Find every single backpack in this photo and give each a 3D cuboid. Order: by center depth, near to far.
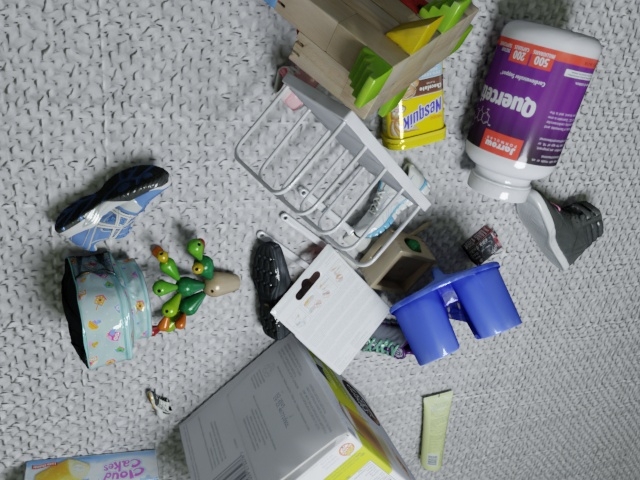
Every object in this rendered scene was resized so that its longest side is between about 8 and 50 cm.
[{"bbox_3d":[-0.369,0.123,0.984,0.144,0.188,0.166,-4,118,-20],"label":"backpack"}]

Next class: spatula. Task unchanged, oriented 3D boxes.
[{"bbox_3d":[0.000,0.000,1.173,0.168,0.019,0.242,-45,122,11],"label":"spatula"}]

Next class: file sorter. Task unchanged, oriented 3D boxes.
[{"bbox_3d":[0.017,-0.108,0.971,0.173,0.193,0.277,-49,135,2],"label":"file sorter"}]

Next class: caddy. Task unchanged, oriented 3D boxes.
[{"bbox_3d":[0.275,0.139,1.197,0.241,0.179,0.341,-24,165,7],"label":"caddy"}]

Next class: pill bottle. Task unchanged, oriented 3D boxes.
[{"bbox_3d":[0.394,-0.244,1.098,0.181,0.181,0.323,3,115,-23],"label":"pill bottle"}]

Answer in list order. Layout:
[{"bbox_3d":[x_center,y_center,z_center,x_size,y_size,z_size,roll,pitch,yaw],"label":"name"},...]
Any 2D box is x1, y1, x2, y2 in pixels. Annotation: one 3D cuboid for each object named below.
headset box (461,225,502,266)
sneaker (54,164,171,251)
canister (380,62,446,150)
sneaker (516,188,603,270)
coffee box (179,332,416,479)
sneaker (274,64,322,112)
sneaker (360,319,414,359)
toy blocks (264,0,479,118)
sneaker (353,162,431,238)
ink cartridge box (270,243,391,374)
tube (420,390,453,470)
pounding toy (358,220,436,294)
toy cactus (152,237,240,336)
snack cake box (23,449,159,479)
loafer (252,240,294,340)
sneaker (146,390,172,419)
[{"bbox_3d":[0.378,0.011,1.320,0.083,0.032,0.062,-41,125,2],"label":"headset box"},{"bbox_3d":[-0.343,-0.057,0.972,0.211,0.080,0.081,-28,131,6],"label":"sneaker"},{"bbox_3d":[0.171,-0.267,1.061,0.126,0.073,0.170,-16,120,-14],"label":"canister"},{"bbox_3d":[0.561,-0.061,1.319,0.147,0.104,0.296,-43,130,2],"label":"sneaker"},{"bbox_3d":[-0.042,0.474,1.218,0.338,0.338,0.334,-41,124,2],"label":"coffee box"},{"bbox_3d":[-0.028,-0.291,0.979,0.070,0.051,0.134,27,109,-37],"label":"sneaker"},{"bbox_3d":[0.143,0.230,1.304,0.223,0.098,0.083,1,116,-23],"label":"sneaker"},{"bbox_3d":[0.061,-0.353,0.864,0.381,0.261,0.191,-42,170,-40],"label":"toy blocks"},{"bbox_3d":[0.131,-0.084,1.154,0.190,0.071,0.083,-43,118,-6],"label":"sneaker"},{"bbox_3d":[0.020,0.144,1.203,0.232,0.066,0.189,45,78,-23],"label":"ink cartridge box"},{"bbox_3d":[0.315,0.520,1.562,0.070,0.062,0.240,-38,134,-55],"label":"tube"},{"bbox_3d":[0.172,0.028,1.213,0.130,0.100,0.141,14,125,-38],"label":"pounding toy"},{"bbox_3d":[-0.242,0.085,1.085,0.180,0.112,0.219,-1,116,-43],"label":"toy cactus"},{"bbox_3d":[-0.493,0.549,1.226,0.264,0.089,0.152,2,115,-23],"label":"snack cake box"},{"bbox_3d":[-0.088,0.098,1.162,0.078,0.076,0.223,-32,128,-44],"label":"loafer"},{"bbox_3d":[-0.343,0.345,1.215,0.037,0.032,0.083,-30,130,-21],"label":"sneaker"}]
